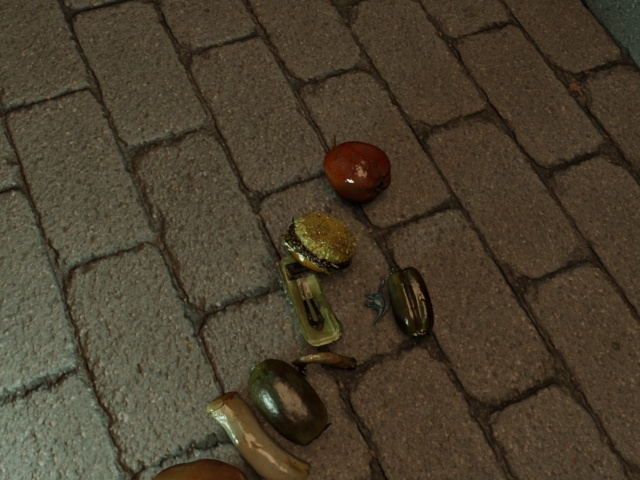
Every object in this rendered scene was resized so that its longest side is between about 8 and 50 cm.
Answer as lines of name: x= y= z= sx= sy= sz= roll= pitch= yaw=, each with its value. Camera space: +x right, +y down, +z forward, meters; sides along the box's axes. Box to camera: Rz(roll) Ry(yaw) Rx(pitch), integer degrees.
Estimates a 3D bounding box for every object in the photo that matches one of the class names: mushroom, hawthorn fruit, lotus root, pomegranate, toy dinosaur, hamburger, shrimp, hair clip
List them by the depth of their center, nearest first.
pomegranate: x=-0.311 y=0.707 z=1.470 sx=0.339 sy=0.338 sz=0.337 roll=2 pitch=67 yaw=-4
mushroom: x=-0.179 y=0.571 z=1.644 sx=0.351 sy=0.095 sz=0.123 roll=41 pitch=52 yaw=11
lotus root: x=-0.098 y=0.461 z=1.663 sx=0.160 sy=0.152 sz=0.275 roll=-41 pitch=74 yaw=-11
shrimp: x=0.011 y=0.374 z=1.735 sx=0.219 sy=0.152 sz=0.046 roll=17 pitch=54 yaw=-41
hair clip: x=-0.037 y=0.196 z=1.818 sx=0.139 sy=0.091 sz=0.321 roll=-15 pitch=59 yaw=-11
lotus root: x=0.286 y=0.194 z=1.825 sx=0.124 sy=0.123 sz=0.240 roll=-13 pitch=73 yaw=3
hamburger: x=0.000 y=0.000 z=1.833 sx=0.243 sy=0.138 sz=0.262 roll=34 pitch=30 yaw=7
toy dinosaur: x=0.182 y=0.199 z=1.854 sx=0.080 sy=0.045 sz=0.197 roll=11 pitch=57 yaw=-6
hawthorn fruit: x=0.110 y=-0.252 z=1.963 sx=0.211 sy=0.210 sz=0.262 roll=-35 pitch=65 yaw=-17
